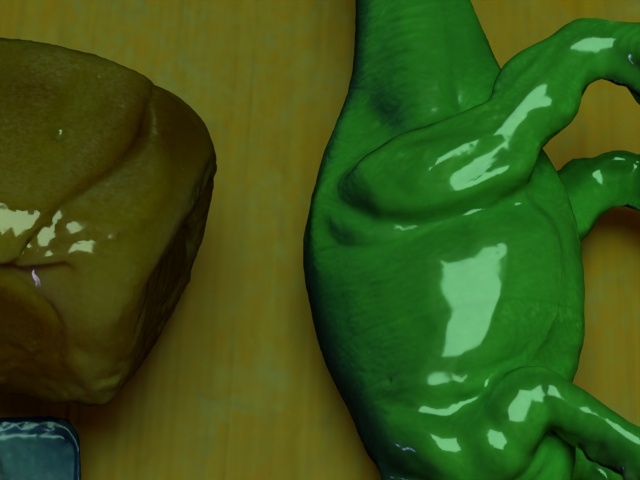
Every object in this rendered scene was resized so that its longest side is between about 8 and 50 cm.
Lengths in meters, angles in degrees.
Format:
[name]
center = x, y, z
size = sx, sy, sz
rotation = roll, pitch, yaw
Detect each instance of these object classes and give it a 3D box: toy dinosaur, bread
[toy dinosaur]
center = 0.000, 0.000, 0.989
size = 0.500, 0.144, 0.374
rotation = 40, 77, 21
[bread]
center = -0.204, -0.028, 0.949
size = 0.294, 0.132, 0.167
rotation = 16, 44, 8

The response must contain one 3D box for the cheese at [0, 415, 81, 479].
[cheese]
center = -0.256, 0.125, 0.903
size = 0.285, 0.074, 0.189
rotation = 0, 61, -9
